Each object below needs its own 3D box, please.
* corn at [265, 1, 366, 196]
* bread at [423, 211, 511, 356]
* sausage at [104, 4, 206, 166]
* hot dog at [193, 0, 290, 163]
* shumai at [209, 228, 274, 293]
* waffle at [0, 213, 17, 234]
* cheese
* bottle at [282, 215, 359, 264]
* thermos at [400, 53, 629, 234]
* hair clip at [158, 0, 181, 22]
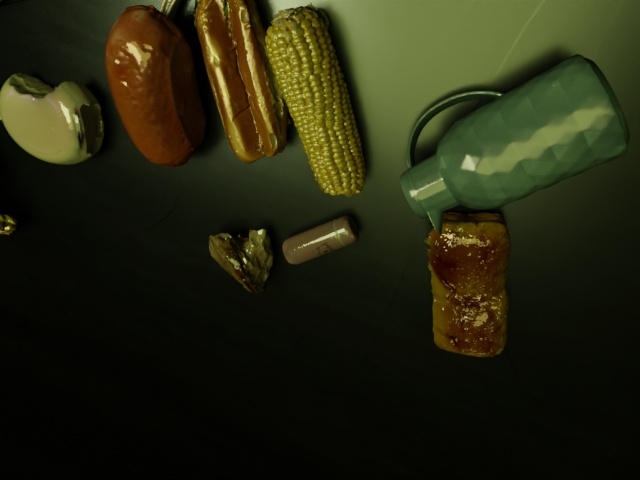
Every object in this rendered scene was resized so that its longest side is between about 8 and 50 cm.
[{"bbox_3d":[-0.001,-0.202,0.711,0.106,0.106,0.293,-9,117,20],"label":"corn"},{"bbox_3d":[0.251,0.082,0.797,0.139,0.077,0.271,2,120,18],"label":"bread"},{"bbox_3d":[-0.261,-0.230,0.733,0.133,0.133,0.258,12,139,9],"label":"sausage"},{"bbox_3d":[-0.116,-0.256,0.726,0.115,0.072,0.269,-2,114,17],"label":"hot dog"},{"bbox_3d":[-0.143,0.039,0.890,0.123,0.105,0.139,10,119,62],"label":"shumai"},{"bbox_3d":[-0.762,-0.028,0.945,0.228,0.231,0.051,-7,88,25],"label":"waffle"},{"bbox_3d":[-0.539,-0.236,0.851,0.286,0.082,0.163,17,119,8],"label":"cheese"},{"bbox_3d":[0.000,0.000,0.837,0.140,0.053,0.053,-22,109,24],"label":"bottle"},{"bbox_3d":[0.246,-0.137,0.654,0.286,0.145,0.182,-24,76,26],"label":"thermos"},{"bbox_3d":[-0.214,-0.388,0.707,0.072,0.034,0.226,45,118,-9],"label":"hair clip"}]
